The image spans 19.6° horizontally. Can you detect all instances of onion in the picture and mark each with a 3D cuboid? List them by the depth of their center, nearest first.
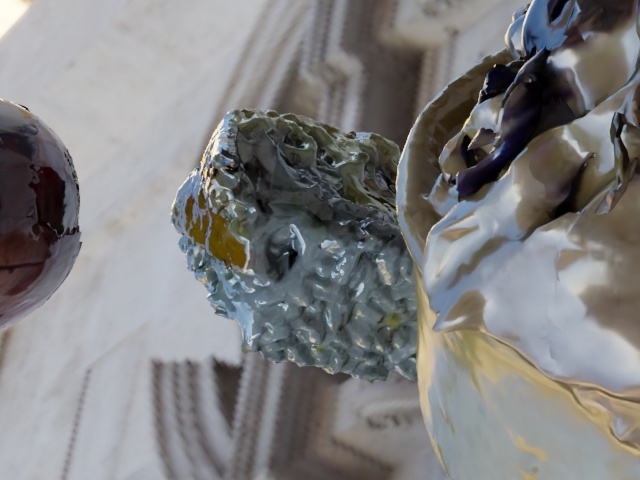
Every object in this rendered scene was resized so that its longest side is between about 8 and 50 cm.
[{"bbox_3d":[-0.294,-0.021,1.313,0.252,0.252,0.219,-18,-102,-45],"label":"onion"}]

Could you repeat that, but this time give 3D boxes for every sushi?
[{"bbox_3d":[0.000,0.000,1.352,0.274,0.139,0.184,13,-152,-35],"label":"sushi"}]

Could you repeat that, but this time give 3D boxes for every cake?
[{"bbox_3d":[0.190,-0.043,0.842,0.332,0.321,0.332,-2,-141,2],"label":"cake"}]
